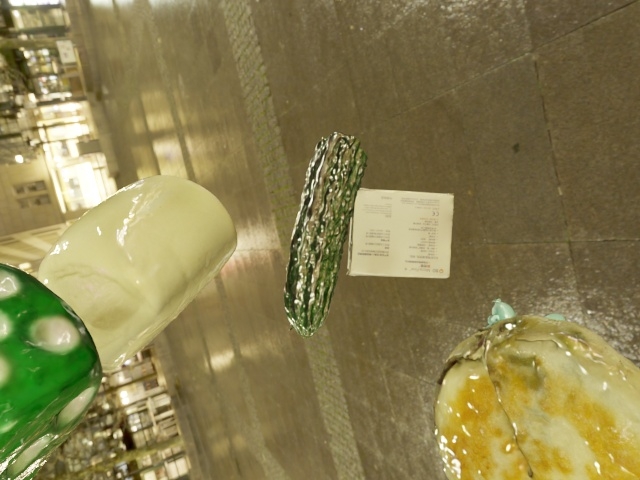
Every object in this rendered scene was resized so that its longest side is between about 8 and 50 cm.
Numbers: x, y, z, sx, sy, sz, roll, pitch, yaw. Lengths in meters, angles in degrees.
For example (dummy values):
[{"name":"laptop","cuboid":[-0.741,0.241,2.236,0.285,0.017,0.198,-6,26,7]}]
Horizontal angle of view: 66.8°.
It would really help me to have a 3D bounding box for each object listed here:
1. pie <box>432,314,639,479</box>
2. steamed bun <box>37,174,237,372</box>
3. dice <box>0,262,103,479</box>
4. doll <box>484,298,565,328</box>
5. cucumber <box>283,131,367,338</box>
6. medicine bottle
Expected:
[{"name":"pie","cuboid":[0.266,0.244,0.571,0.339,0.077,0.340,21,116,51]},{"name":"steamed bun","cuboid":[-0.223,0.036,0.564,0.155,0.200,0.250,44,136,-4]},{"name":"dice","cuboid":[-0.231,0.097,0.301,0.131,0.120,0.128,38,109,5]},{"name":"doll","cuboid":[0.362,0.177,0.861,0.059,0.158,0.160,105,160,-64]},{"name":"cucumber","cuboid":[-0.001,0.000,0.616,0.077,0.077,0.266,22,99,60]},{"name":"medicine bottle","cuboid":[0.154,-0.012,0.944,0.052,0.200,0.171,-166,78,-88]}]
